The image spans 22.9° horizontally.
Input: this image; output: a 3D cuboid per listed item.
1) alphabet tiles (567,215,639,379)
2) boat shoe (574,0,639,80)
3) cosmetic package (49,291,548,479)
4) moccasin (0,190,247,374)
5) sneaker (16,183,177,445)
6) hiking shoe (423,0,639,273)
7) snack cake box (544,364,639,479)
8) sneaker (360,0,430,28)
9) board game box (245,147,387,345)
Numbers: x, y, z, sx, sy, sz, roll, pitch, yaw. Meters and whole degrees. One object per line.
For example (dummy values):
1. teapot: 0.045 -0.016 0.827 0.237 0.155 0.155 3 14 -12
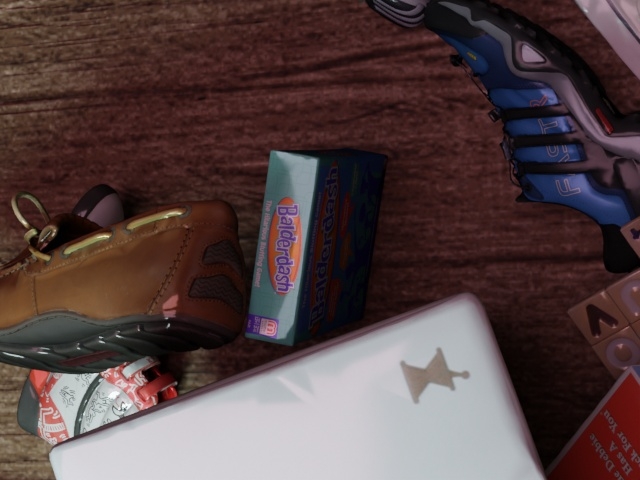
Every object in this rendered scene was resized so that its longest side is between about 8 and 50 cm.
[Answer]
1. alphabet tiles: 0.338 0.046 1.325 0.237 0.009 0.198 -32 105 20
2. boat shoe: 0.292 -0.177 1.330 0.088 0.096 0.267 -40 79 15
3. cosmetic package: 0.025 0.252 1.258 0.327 0.394 0.330 -20 84 2
4. moccasin: -0.216 0.034 1.410 0.380 0.139 0.147 -15 63 47
5. sneaker: -0.197 0.090 1.548 0.145 0.090 0.270 22 104 19
6. hiking shoe: 0.191 -0.097 1.364 0.304 0.113 0.132 42 106 15
7. snack cake box: 0.307 0.245 1.276 0.264 0.089 0.152 59 133 35
8. sneaker: 0.024 -0.287 1.456 0.223 0.083 0.098 34 84 13
9. board game box: 0.000 0.000 1.395 0.047 0.210 0.160 11 97 18
